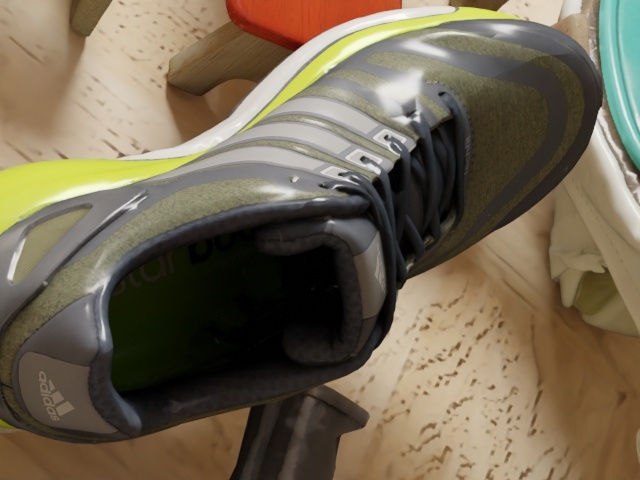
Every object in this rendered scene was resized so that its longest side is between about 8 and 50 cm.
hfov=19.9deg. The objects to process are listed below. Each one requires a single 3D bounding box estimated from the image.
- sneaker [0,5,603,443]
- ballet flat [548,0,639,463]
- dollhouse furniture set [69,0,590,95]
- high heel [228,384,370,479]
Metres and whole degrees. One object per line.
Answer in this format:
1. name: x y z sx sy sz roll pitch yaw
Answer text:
1. sneaker: 0.000 0.000 0.651 0.300 0.121 0.111 -28 118 -29
2. ballet flat: 0.166 0.028 0.790 0.139 0.139 0.400 18 38 -31
3. dollhouse furniture set: 0.000 -0.185 0.775 0.262 0.135 0.259 19 58 -30
4. high heel: 0.050 0.187 0.668 0.261 0.093 0.186 31 61 -22
